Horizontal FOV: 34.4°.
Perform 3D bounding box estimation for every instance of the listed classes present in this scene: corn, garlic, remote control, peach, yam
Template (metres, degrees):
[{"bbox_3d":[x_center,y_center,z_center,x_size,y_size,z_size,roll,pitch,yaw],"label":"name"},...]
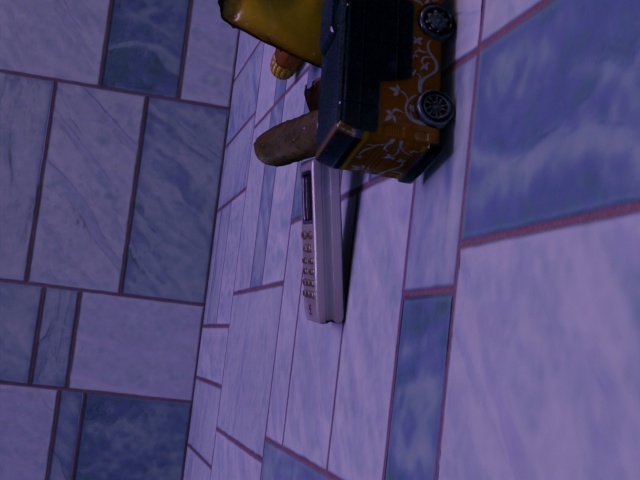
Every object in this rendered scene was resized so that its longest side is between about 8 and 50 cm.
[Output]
[{"bbox_3d":[-0.069,-0.437,2.409,0.203,0.072,0.072,138,138,-69],"label":"corn"},{"bbox_3d":[0.024,-0.214,1.808,0.124,0.099,0.174,80,-171,-64],"label":"garlic"},{"bbox_3d":[0.000,0.000,1.761,0.103,0.056,0.277,180,87,-77],"label":"remote control"},{"bbox_3d":[-0.020,-0.469,1.667,0.242,0.306,0.380,-85,-2,-47],"label":"peach"},{"bbox_3d":[0.003,-0.180,1.680,0.371,0.083,0.083,-13,68,59],"label":"yam"}]

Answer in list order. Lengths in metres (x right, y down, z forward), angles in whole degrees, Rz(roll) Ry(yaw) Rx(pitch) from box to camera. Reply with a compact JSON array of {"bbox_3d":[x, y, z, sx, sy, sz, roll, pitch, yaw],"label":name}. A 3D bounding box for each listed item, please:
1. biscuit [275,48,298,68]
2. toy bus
[{"bbox_3d":[-0.026,-0.480,2.170,0.324,0.049,0.205,133,143,-52],"label":"biscuit"},{"bbox_3d":[0.082,-0.233,1.389,0.138,0.167,0.275,130,146,-68],"label":"toy bus"}]
